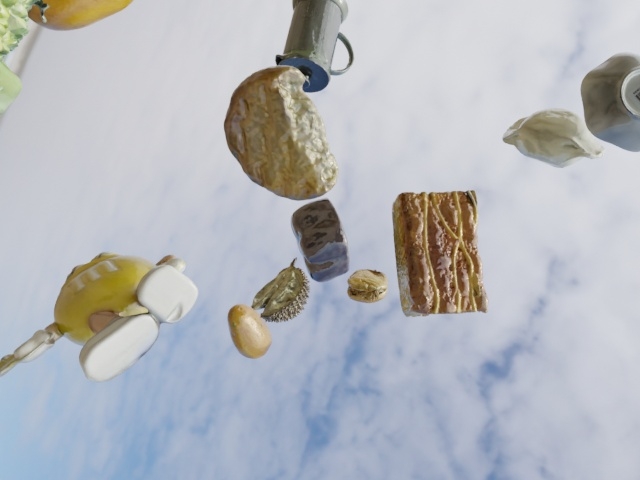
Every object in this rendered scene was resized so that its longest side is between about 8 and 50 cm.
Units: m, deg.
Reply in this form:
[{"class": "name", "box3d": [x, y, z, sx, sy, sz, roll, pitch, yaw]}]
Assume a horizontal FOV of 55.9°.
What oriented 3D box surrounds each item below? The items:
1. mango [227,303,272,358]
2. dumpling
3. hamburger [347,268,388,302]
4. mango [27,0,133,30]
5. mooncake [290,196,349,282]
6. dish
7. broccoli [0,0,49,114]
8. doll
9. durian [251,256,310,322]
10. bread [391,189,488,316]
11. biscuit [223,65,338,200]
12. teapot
[{"class": "mango", "box3d": [-0.230, 0.291, 1.932, 0.109, 0.227, 0.147, -5, -130, 23]}, {"class": "dumpling", "box3d": [0.560, -0.245, 1.437, 0.250, 0.162, 0.132, 27, -43, 41]}, {"class": "hamburger", "box3d": [0.164, 0.157, 2.082, 0.138, 0.147, 0.083, 7, -63, 24]}, {"class": "mango", "box3d": [-0.437, -0.455, 1.088, 0.112, 0.219, 0.145, 167, -86, -84]}, {"class": "mooncake", "box3d": [0.000, 0.000, 1.742, 0.133, 0.245, 0.245, -20, -144, -5]}, {"class": "dish", "box3d": [0.573, -0.259, 1.090, 0.066, 0.191, 0.190, 86, 26, -87]}, {"class": "broccoli", "box3d": [-0.411, -0.174, 0.549, 0.375, 0.302, 0.249, -37, -129, -1]}, {"class": "doll", "box3d": [-0.381, 0.127, 1.083, 0.423, 0.161, 0.348, -14, -159, 32]}, {"class": "durian", "box3d": [-0.062, 0.101, 1.133, 0.110, 0.071, 0.140, 5, -125, 33]}, {"class": "bread", "box3d": [0.264, 0.031, 1.349, 0.114, 0.185, 0.274, 114, -26, -78]}, {"class": "biscuit", "box3d": [-0.087, -0.212, 1.217, 0.213, 0.274, 0.091, 0, -145, 30]}, {"class": "teapot", "box3d": [-0.008, -0.662, 2.066, 0.200, 0.270, 0.337, -25, -132, 57]}]
